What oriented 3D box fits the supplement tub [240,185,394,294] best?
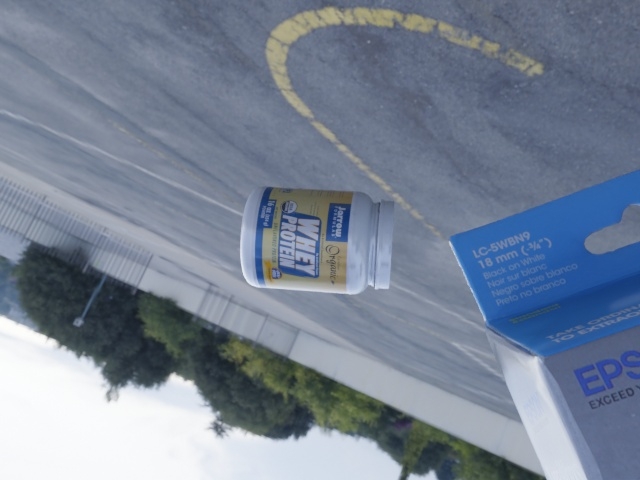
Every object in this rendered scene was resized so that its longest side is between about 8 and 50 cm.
[{"bbox_3d":[0.000,0.000,0.868,0.199,0.144,0.144,3,167,7],"label":"supplement tub"}]

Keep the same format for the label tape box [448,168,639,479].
[{"bbox_3d":[0.231,0.081,0.297,0.240,0.334,0.106,-20,154,3],"label":"label tape box"}]
